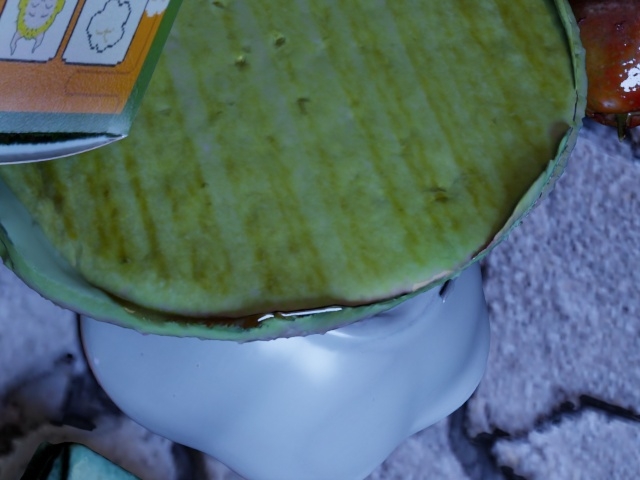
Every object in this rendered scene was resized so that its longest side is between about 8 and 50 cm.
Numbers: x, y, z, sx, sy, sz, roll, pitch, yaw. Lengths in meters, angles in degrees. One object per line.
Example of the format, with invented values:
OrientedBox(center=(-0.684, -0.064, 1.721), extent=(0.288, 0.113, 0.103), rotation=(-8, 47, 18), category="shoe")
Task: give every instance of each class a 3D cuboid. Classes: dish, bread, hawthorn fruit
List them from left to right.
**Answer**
OrientedBox(center=(-0.032, -0.081, 0.810), extent=(0.301, 0.045, 0.301), rotation=(2, 55, -3), category="bread")
OrientedBox(center=(0.000, 0.000, 0.851), extent=(0.229, 0.081, 0.229), rotation=(7, 74, -26), category="dish")
OrientedBox(center=(0.158, -0.098, 0.970), extent=(0.077, 0.077, 0.077), rotation=(8, 73, -26), category="hawthorn fruit")

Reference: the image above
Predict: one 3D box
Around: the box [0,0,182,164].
OrientedBox(center=(-0.168, -0.135, 0.685), extent=(0.195, 0.148, 0.177), rotation=(32, 19, 24), category="box")

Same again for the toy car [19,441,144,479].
OrientedBox(center=(-0.010, 0.221, 0.775), extent=(0.321, 0.097, 0.141), rotation=(34, 64, -16), category="toy car")
